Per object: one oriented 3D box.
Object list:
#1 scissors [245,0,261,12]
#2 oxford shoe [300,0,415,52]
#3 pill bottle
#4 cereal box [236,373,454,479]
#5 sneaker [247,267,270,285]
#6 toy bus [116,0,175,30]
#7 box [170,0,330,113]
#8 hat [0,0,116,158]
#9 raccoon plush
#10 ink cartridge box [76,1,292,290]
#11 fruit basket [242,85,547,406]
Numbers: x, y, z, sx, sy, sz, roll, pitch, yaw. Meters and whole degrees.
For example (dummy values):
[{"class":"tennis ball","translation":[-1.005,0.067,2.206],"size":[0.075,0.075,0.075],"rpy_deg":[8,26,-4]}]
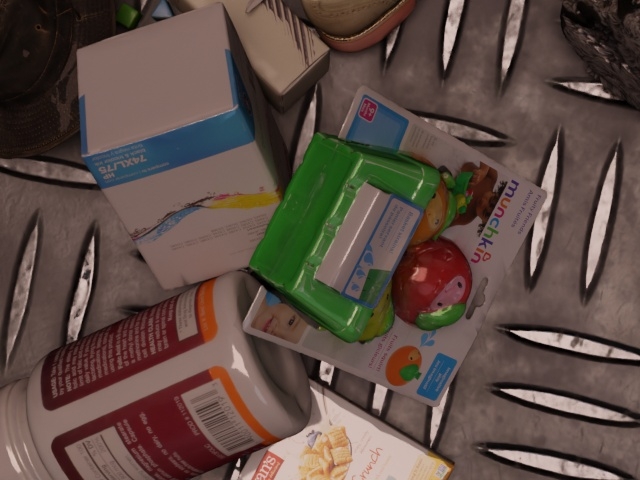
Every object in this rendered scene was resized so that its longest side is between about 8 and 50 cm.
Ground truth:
[{"class":"scissors","translation":[0.006,-0.395,1.853],"size":[0.109,0.021,0.297],"rpy_deg":[30,71,-17]},{"class":"oxford shoe","translation":[0.130,-0.414,1.822],"size":[0.140,0.146,0.397],"rpy_deg":[41,92,23]},{"class":"pill bottle","translation":[-0.230,0.211,1.812],"size":[0.392,0.224,0.224],"rpy_deg":[-24,86,14]},{"class":"cereal box","translation":[0.032,0.306,1.875],"size":[0.240,0.047,0.173],"rpy_deg":[30,92,7]},{"class":"sneaker","translation":[0.000,0.000,1.879],"size":[0.211,0.080,0.081],"rpy_deg":[-22,80,-4]},{"class":"toy bus","translation":[-0.245,-0.215,1.894],"size":[0.202,0.104,0.191],"rpy_deg":[-44,84,4]},{"class":"box","translation":[-0.113,-0.303,1.874],"size":[0.094,0.113,0.275],"rpy_deg":[-44,85,-6]},{"class":"hat","translation":[-0.418,-0.277,1.859],"size":[0.331,0.134,0.331],"rpy_deg":[-3,82,26]},{"class":"raccoon plush","translation":[0.508,-0.281,1.808],"size":[0.299,0.216,0.446],"rpy_deg":[-44,113,-10]},{"class":"ink cartridge box","translation":[-0.158,-0.111,1.770],"size":[0.197,0.270,0.198],"rpy_deg":[-17,48,7]},{"class":"fruit basket","translation":[0.107,0.024,1.765],"size":[0.353,0.165,0.327],"rpy_deg":[27,92,-32]}]
